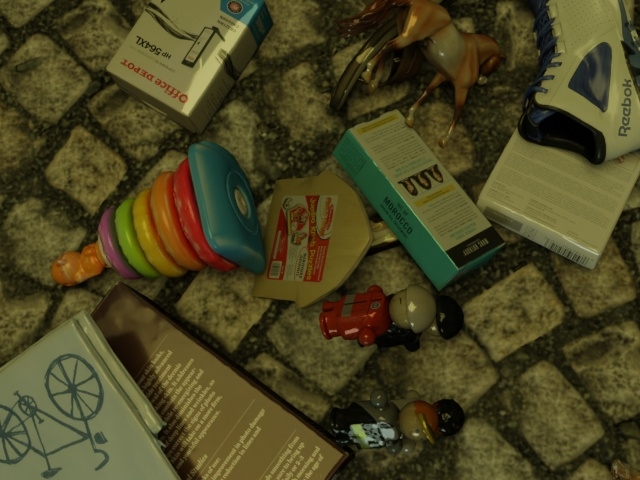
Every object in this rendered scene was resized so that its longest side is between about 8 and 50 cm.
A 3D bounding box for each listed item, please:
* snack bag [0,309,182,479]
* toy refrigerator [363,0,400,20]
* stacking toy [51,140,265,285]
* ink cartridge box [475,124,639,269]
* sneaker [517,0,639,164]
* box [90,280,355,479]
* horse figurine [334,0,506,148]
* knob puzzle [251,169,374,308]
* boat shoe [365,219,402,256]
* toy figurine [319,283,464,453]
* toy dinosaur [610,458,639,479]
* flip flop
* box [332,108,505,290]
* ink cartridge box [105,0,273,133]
[{"bbox_3d":[-0.303,0.295,1.385,0.323,0.037,0.343,-34,90,31],"label":"snack bag"},{"bbox_3d":[0.156,-0.451,1.568,0.094,0.102,0.269,41,86,12],"label":"toy refrigerator"},{"bbox_3d":[-0.239,-0.003,1.507,0.301,0.175,0.166,-20,69,16],"label":"stacking toy"},{"bbox_3d":[0.340,-0.094,1.514,0.181,0.056,0.225,27,64,10],"label":"ink cartridge box"},{"bbox_3d":[0.332,-0.231,1.473,0.182,0.127,0.316,-24,75,-13],"label":"sneaker"},{"bbox_3d":[-0.162,0.243,1.440,0.381,0.143,0.191,36,85,10],"label":"box"},{"bbox_3d":[0.142,-0.248,1.469,0.174,0.263,0.066,-58,35,-3],"label":"horse figurine"},{"bbox_3d":[0.000,0.000,1.488,0.213,0.030,0.213,-17,63,37],"label":"knob puzzle"},{"bbox_3d":[0.071,-0.007,1.515,0.135,0.050,0.045,-15,74,-8],"label":"boat shoe"},{"bbox_3d":[0.102,0.163,1.390,0.148,0.213,0.210,-9,77,18],"label":"toy figurine"},{"bbox_3d":[0.478,0.327,1.407,0.211,0.064,0.112,31,101,20],"label":"toy dinosaur"},{"bbox_3d":[0.122,-0.275,1.543,0.277,0.112,0.080,-41,92,-9],"label":"flip flop"},{"bbox_3d":[0.131,-0.058,1.486,0.100,0.060,0.244,-26,72,-36],"label":"box"},{"bbox_3d":[-0.186,-0.279,1.574,0.148,0.086,0.203,30,82,10],"label":"ink cartridge box"}]
